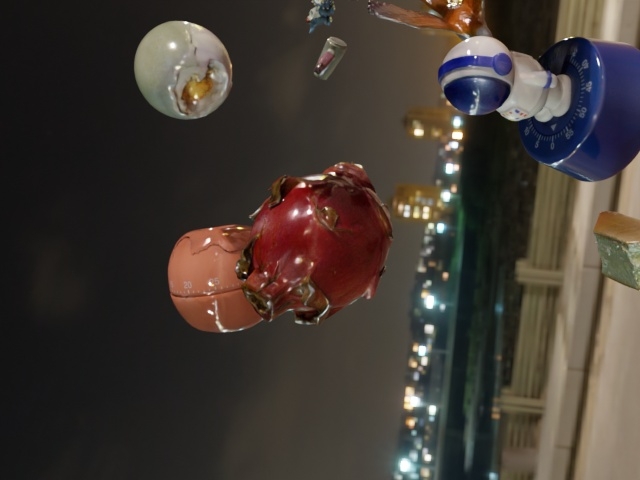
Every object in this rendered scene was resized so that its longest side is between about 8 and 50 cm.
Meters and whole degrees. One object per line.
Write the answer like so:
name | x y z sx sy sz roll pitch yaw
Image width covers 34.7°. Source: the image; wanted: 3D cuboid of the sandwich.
sandwich | 0.542 0.020 1.764 0.258 0.096 0.094 -150 43 -66

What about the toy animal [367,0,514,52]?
toy animal | 0.260 -0.466 2.120 0.225 0.302 0.284 -44 9 10

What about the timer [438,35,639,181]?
timer | 0.386 -0.270 1.877 0.270 0.383 0.270 -33 52 56

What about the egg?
egg | -0.269 -0.333 1.968 0.217 0.183 0.183 49 150 42

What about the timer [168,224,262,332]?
timer | -0.202 0.074 2.135 0.229 0.229 0.215 -53 -40 -76

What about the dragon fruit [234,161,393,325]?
dragon fruit | -0.003 0.001 1.698 0.250 0.315 0.250 32 130 49

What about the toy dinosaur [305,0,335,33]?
toy dinosaur | -0.001 -0.425 1.910 0.030 0.047 0.083 57 142 39

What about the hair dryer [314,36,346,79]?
hair dryer | 0.009 -0.438 2.527 0.106 0.054 0.154 -60 -3 25
